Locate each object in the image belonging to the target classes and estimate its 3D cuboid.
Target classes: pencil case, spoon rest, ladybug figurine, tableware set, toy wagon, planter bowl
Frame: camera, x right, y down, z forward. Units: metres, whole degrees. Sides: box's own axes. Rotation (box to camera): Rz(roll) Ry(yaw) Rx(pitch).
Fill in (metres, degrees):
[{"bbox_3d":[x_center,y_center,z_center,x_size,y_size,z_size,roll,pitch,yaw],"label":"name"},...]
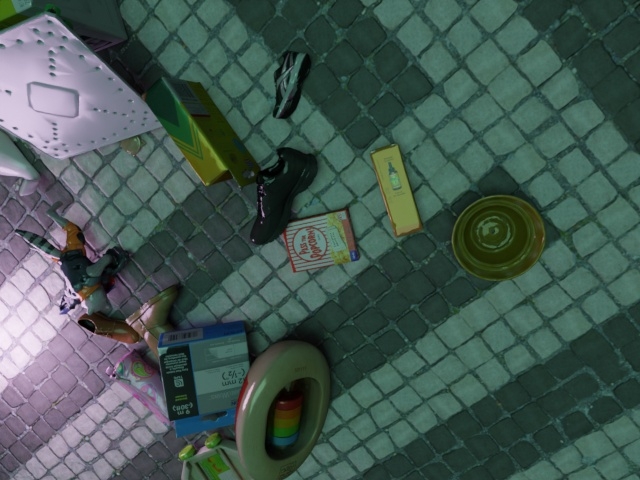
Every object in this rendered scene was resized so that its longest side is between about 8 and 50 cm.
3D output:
[{"bbox_3d":[-0.547,0.478,1.463,0.284,0.124,0.124,41,108,-1],"label":"pencil case"},{"bbox_3d":[-0.962,-0.237,1.402,0.276,0.084,0.137,39,107,14],"label":"spoon rest"},{"bbox_3d":[-0.121,0.484,1.313,0.161,0.304,0.450,24,109,47],"label":"ladybug figurine"},{"bbox_3d":[-0.571,-0.339,1.315,0.168,0.020,0.141,31,110,2],"label":"tableware set"},{"bbox_3d":[-0.368,0.803,1.534,0.344,0.068,0.267,-29,96,18],"label":"toy wagon"},{"bbox_3d":[0.440,-0.015,1.146,0.216,0.090,0.218,3,105,11],"label":"planter bowl"}]

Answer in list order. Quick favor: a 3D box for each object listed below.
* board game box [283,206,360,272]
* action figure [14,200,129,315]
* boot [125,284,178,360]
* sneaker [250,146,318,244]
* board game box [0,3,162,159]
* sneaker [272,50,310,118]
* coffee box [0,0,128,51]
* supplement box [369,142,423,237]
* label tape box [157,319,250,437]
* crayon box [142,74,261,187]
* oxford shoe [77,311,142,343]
[{"bbox_3d":[0.000,0.000,1.266,0.193,0.045,0.147,-12,101,15],"label":"board game box"},{"bbox_3d":[-0.778,0.102,1.392,0.341,0.178,0.330,-45,82,16],"label":"action figure"},{"bbox_3d":[-0.451,0.295,1.419,0.236,0.089,0.270,-36,94,28],"label":"boot"},{"bbox_3d":[-0.128,-0.122,1.208,0.130,0.109,0.287,19,105,-39],"label":"sneaker"},{"bbox_3d":[-0.667,-0.368,1.142,0.389,0.390,0.051,-13,65,15],"label":"board game box"},{"bbox_3d":[-0.090,-0.404,1.181,0.077,0.072,0.178,27,100,17],"label":"sneaker"},{"bbox_3d":[-0.761,-0.642,1.111,0.334,0.338,0.338,-13,100,15],"label":"coffee box"},{"bbox_3d":[0.198,-0.131,1.176,0.077,0.080,0.234,-16,102,14],"label":"supplement box"},{"bbox_3d":[-0.332,0.435,1.361,0.248,0.115,0.348,-7,101,-14],"label":"label tape box"},{"bbox_3d":[-0.290,-0.261,1.179,0.081,0.202,0.319,-34,94,18],"label":"crayon box"},{"bbox_3d":[-0.684,0.292,1.469,0.212,0.076,0.076,18,105,5],"label":"oxford shoe"}]
